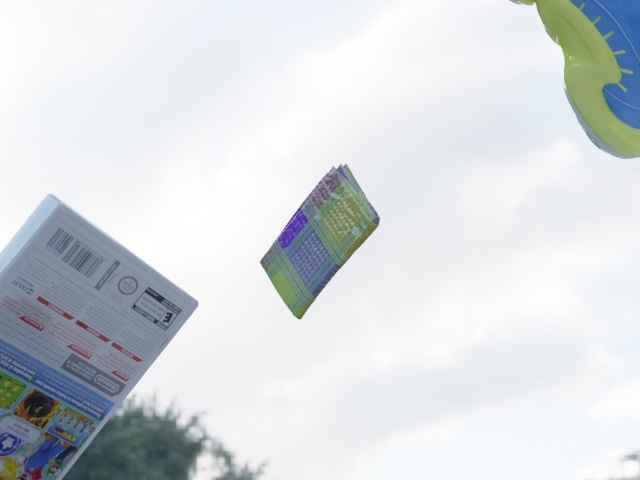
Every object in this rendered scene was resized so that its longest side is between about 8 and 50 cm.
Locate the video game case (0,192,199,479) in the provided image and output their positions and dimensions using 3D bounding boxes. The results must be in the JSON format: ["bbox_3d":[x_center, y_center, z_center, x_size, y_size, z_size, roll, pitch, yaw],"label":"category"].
[{"bbox_3d":[-0.107,0.051,0.496,0.011,0.122,0.087,35,-4,40],"label":"video game case"}]

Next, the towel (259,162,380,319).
[{"bbox_3d":[0.000,0.000,0.821,0.009,0.060,0.083,22,-66,-42],"label":"towel"}]

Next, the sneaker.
[{"bbox_3d":[0.199,-0.177,0.932,0.126,0.240,0.091,-23,14,42],"label":"sneaker"}]
